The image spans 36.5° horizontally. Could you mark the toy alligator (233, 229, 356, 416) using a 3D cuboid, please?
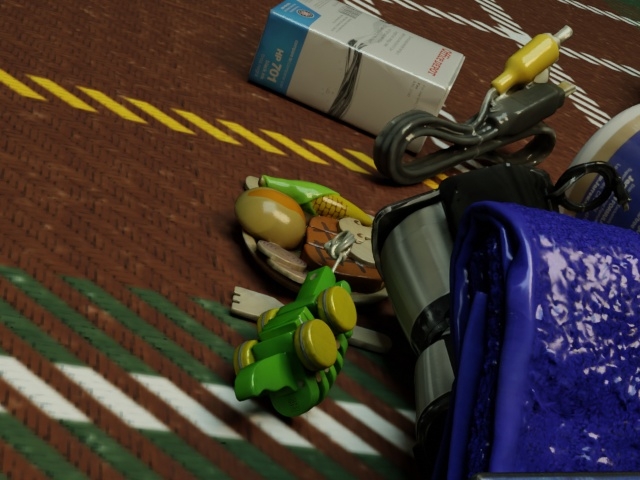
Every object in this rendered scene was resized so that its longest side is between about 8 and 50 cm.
[{"bbox_3d":[-0.001,0.055,0.595,0.051,0.056,0.190,61,29,-15],"label":"toy alligator"}]

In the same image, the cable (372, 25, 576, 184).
[{"bbox_3d":[0.151,-0.111,0.961,0.287,0.139,0.072,-25,48,-29],"label":"cable"}]

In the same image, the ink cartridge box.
[{"bbox_3d":[0.040,-0.180,1.002,0.190,0.082,0.139,26,28,3],"label":"ink cartridge box"}]

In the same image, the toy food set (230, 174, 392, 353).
[{"bbox_3d":[0.000,0.000,0.705,0.132,0.039,0.192,17,29,-11],"label":"toy food set"}]

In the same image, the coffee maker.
[{"bbox_3d":[0.123,0.039,0.587,0.120,0.171,0.178,40,23,-34],"label":"coffee maker"}]

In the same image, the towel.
[{"bbox_3d":[0.197,0.116,0.469,0.308,0.228,0.076,12,-9,-21],"label":"towel"}]

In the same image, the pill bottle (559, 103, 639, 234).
[{"bbox_3d":[0.339,0.010,0.814,0.153,0.153,0.264,-7,40,-43],"label":"pill bottle"}]

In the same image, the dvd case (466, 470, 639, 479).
[{"bbox_3d":[0.153,0.197,0.320,0.180,0.022,0.253,7,51,-29],"label":"dvd case"}]
